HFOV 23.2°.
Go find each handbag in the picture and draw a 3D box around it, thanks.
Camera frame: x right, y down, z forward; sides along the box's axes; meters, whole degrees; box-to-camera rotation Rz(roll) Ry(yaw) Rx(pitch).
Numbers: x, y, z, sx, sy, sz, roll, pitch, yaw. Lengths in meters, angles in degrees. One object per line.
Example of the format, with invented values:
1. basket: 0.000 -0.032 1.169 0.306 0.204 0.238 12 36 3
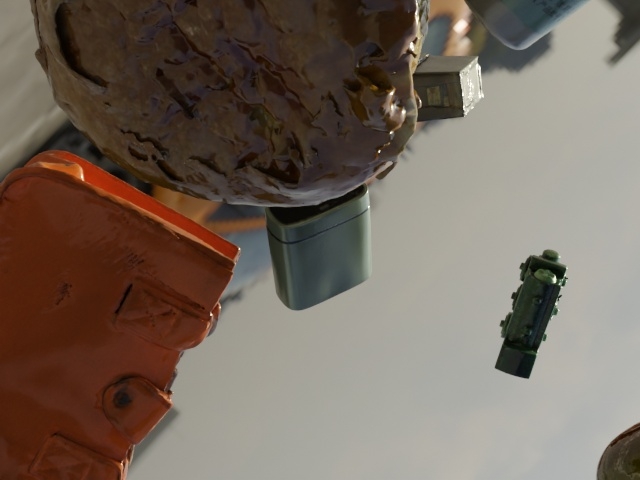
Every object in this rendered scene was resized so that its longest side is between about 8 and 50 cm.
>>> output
1. handbag: -0.307 0.127 1.825 0.410 0.303 0.116 -60 -174 9

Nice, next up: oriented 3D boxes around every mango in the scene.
1. mango: 0.410 0.259 1.760 0.146 0.129 0.289 -21 178 -28

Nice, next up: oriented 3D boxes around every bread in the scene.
1. bread: -0.067 -0.204 1.324 0.204 0.358 0.337 -57 152 -46

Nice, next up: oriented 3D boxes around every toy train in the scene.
1. toy train: 0.291 0.098 2.147 0.111 0.071 0.170 -59 166 -67

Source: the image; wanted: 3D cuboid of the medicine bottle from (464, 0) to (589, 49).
1. medicine bottle: 0.278 -0.309 1.360 0.352 0.110 0.110 -36 -174 24

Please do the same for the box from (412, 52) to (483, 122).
1. box: 0.127 -0.158 1.600 0.063 0.060 0.084 -3 -162 22

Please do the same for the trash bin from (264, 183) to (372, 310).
1. trash bin: 0.000 0.000 1.725 0.116 0.059 0.130 -23 136 -18
